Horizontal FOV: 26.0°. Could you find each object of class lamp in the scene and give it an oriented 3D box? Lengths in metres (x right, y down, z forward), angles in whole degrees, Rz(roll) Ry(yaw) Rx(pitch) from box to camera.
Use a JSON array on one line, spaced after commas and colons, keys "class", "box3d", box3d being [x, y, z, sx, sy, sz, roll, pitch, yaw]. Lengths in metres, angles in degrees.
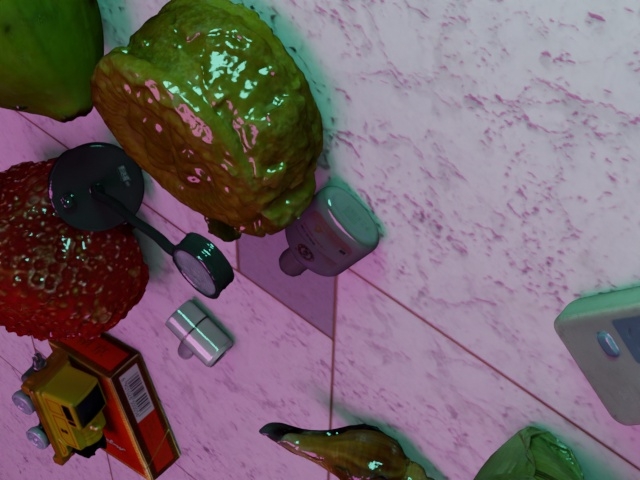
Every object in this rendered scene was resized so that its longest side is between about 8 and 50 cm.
[{"class": "lamp", "box3d": [-0.180, -0.039, 1.503, 0.371, 0.108, 0.130, 12, 135, 58]}]

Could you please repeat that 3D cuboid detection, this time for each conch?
[{"class": "conch", "box3d": [0.045, 0.253, 1.618, 0.233, 0.086, 0.080, 34, 108, 29]}]

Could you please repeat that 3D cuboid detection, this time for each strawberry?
[{"class": "strawberry", "box3d": [-0.360, 0.028, 1.741, 0.261, 0.257, 0.261, 25, 142, 22]}]

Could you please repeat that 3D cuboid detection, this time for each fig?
[{"class": "fig", "box3d": [-0.320, -0.215, 1.426, 0.225, 0.203, 0.203, 59, 150, -5]}]

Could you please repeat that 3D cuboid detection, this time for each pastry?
[{"class": "pastry", "box3d": [-0.097, -0.119, 1.331, 0.235, 0.132, 0.240, 48, 160, -17]}]

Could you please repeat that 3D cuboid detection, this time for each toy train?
[{"class": "toy train", "box3d": [-0.375, 0.253, 2.051, 0.127, 0.089, 0.219, 17, 138, 29]}]

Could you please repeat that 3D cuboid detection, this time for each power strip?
[{"class": "power strip", "box3d": [0.296, 0.086, 1.110, 0.118, 0.046, 0.270, 54, 152, -10]}]

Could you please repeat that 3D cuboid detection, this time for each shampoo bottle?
[{"class": "shampoo bottle", "box3d": [0.000, 0.000, 1.414, 0.080, 0.040, 0.165, 48, 151, -3]}]

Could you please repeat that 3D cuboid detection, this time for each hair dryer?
[{"class": "hair dryer", "box3d": [-0.164, 0.134, 1.804, 0.082, 0.047, 0.137, 45, 157, 5]}]

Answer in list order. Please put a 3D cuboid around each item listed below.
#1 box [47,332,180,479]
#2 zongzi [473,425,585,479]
[{"class": "box", "box3d": [-0.313, 0.244, 2.117, 0.153, 0.074, 0.239, 20, 140, 35]}, {"class": "zongzi", "box3d": [0.239, 0.401, 1.301, 0.360, 0.323, 0.160, 42, 143, 4]}]
